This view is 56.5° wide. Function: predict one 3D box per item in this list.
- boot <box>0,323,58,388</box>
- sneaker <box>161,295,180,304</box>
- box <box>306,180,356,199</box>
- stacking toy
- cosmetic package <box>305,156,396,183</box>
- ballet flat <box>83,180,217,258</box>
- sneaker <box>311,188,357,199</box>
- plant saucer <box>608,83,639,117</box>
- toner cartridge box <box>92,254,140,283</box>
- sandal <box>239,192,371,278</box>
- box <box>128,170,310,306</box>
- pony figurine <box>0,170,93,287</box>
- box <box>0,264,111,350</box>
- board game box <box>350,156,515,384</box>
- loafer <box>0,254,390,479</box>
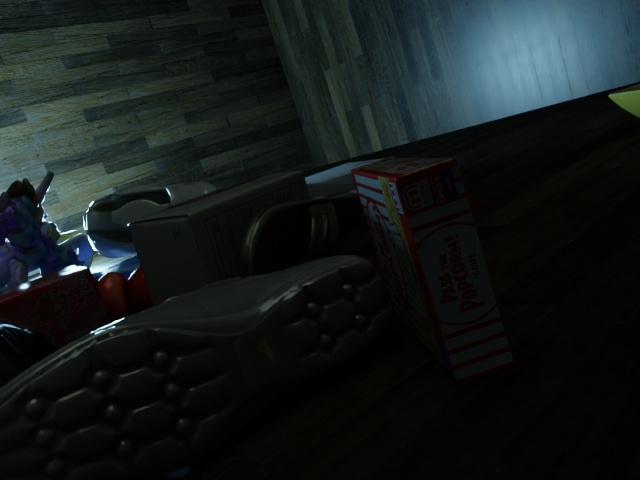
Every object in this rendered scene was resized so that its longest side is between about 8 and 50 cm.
[{"bbox_3d":[-0.290,0.158,0.486,0.178,0.085,0.236,-41,-6,-18],"label":"boot"},{"bbox_3d":[-0.120,0.104,0.596,0.077,0.072,0.178,-7,17,-4],"label":"sneaker"},{"bbox_3d":[-0.002,-0.071,1.078,0.324,0.067,0.063,-8,1,-34],"label":"box"},{"bbox_3d":[-0.347,0.105,0.830,0.330,0.141,0.141,-13,9,-8],"label":"stacking toy"},{"bbox_3d":[-0.031,-0.093,1.404,0.377,0.097,0.284,-21,13,-16],"label":"cosmetic package"},{"bbox_3d":[-0.357,-0.044,1.123,0.400,0.139,0.139,-7,14,36],"label":"ballet flat"},{"bbox_3d":[0.060,-0.042,0.974,0.115,0.090,0.232,-3,19,46],"label":"sneaker"},{"bbox_3d":[0.759,-0.288,1.072,0.332,0.081,0.333,-17,10,2],"label":"plant saucer"},{"bbox_3d":[-0.255,0.055,1.038,0.347,0.075,0.165,-10,13,39],"label":"toner cartridge box"},{"bbox_3d":[0.001,-0.002,0.795,0.086,0.120,0.302,7,23,36],"label":"sandal"},{"bbox_3d":[-0.120,0.005,0.827,0.126,0.149,0.232,-3,16,38],"label":"box"},{"bbox_3d":[-0.565,0.054,1.039,0.351,0.303,0.363,-44,-8,-18],"label":"pony figurine"},{"bbox_3d":[-0.373,0.132,0.674,0.256,0.128,0.122,-23,11,-30],"label":"box"},{"bbox_3d":[0.079,0.008,0.477,0.045,0.147,0.193,-18,9,-3],"label":"board game box"},{"bbox_3d":[-0.089,0.093,0.460,0.319,0.112,0.111,-16,1,-32],"label":"loafer"}]
